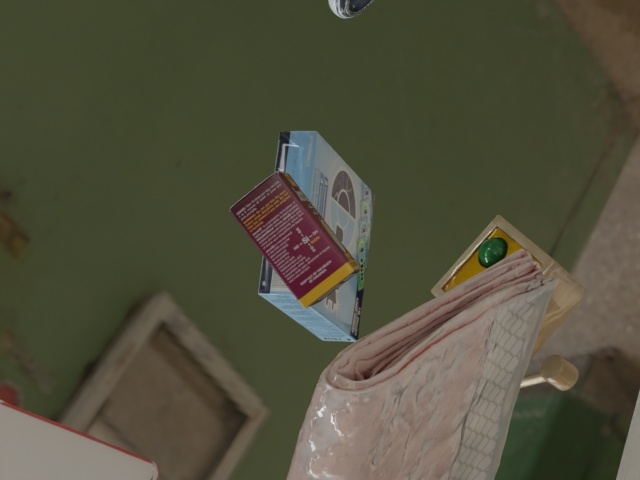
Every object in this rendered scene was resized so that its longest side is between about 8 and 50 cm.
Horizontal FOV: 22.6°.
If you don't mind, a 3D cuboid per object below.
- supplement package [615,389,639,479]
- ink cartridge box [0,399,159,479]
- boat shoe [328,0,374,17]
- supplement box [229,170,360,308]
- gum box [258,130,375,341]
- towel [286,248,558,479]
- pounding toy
[{"bbox_3d":[0.294,0.223,1.020,0.199,0.198,0.262,7,123,18],"label":"supplement package"},{"bbox_3d":[-0.273,0.256,1.130,0.226,0.131,0.306,21,122,-7],"label":"ink cartridge box"},{"bbox_3d":[0.078,-0.299,1.711,0.083,0.065,0.183,50,122,31],"label":"boat shoe"},{"bbox_3d":[-0.016,-0.001,1.054,0.083,0.043,0.055,52,-174,3],"label":"supplement box"},{"bbox_3d":[0.000,0.000,1.521,0.041,0.157,0.184,1,163,19],"label":"gum box"},{"bbox_3d":[0.058,0.193,1.240,0.053,0.317,0.332,29,120,26],"label":"towel"},{"bbox_3d":[0.224,0.097,1.900,0.094,0.181,0.206,39,-176,-39],"label":"pounding toy"}]
